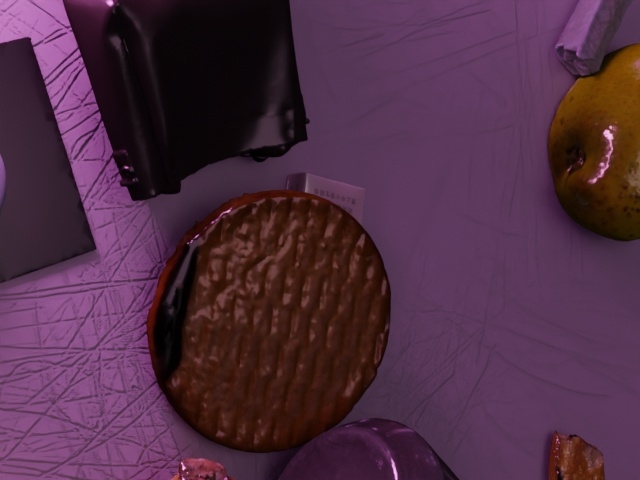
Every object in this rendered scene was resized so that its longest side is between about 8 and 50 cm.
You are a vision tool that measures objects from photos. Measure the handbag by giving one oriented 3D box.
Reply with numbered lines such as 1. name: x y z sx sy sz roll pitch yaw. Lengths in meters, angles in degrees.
1. handbag: -0.141 -0.193 1.423 0.285 0.113 0.257 -25 108 -43

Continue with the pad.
1. pad: -0.344 -0.082 1.325 0.170 0.006 0.246 -22 100 -35

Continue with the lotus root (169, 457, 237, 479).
1. lotus root: -0.120 0.389 1.379 0.131 0.146 0.303 -2 86 -80

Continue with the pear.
1. pear: 0.471 -0.132 1.847 0.281 0.176 0.287 -28 102 -33

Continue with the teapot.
1. teapot: 0.111 0.400 1.501 0.344 0.253 0.300 33 82 -36

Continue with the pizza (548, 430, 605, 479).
1. pizza: 0.372 0.353 1.820 0.099 0.035 0.160 -8 92 -37

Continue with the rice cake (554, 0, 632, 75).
1. rice cake: 0.420 -0.337 1.887 0.069 0.063 0.206 41 65 -32

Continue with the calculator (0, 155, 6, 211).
1. calculator: -0.438 -0.015 1.225 0.299 0.041 0.185 -46 112 -29

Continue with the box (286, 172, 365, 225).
1. box: 0.000 0.000 1.559 0.100 0.048 0.152 13 81 -34

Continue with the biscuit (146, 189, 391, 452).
1. biscuit: -0.054 0.096 1.475 0.317 0.040 0.318 -5 102 -27
